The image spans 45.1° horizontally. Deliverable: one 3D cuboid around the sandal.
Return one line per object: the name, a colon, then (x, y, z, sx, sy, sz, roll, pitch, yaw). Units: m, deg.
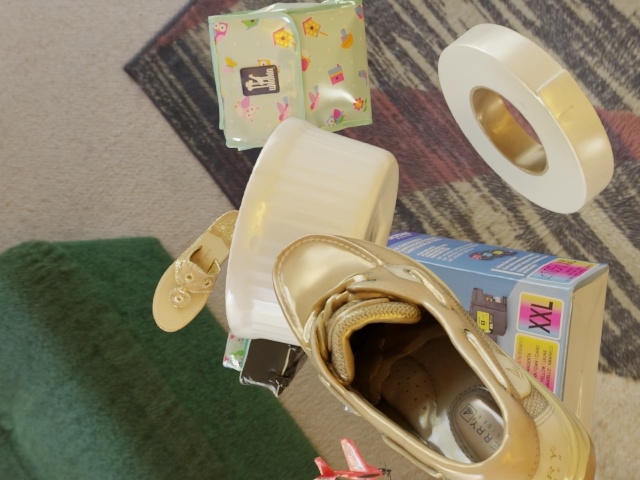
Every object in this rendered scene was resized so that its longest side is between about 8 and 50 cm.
sandal: (-0.203, 0.039, 1.287, 0.088, 0.079, 0.240, 34, 74, 7)

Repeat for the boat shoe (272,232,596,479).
boat shoe: (0.049, 0.068, 0.573, 0.121, 0.110, 0.341, -53, 40, -1)

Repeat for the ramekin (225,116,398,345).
ramekin: (0.000, 0.000, 0.929, 0.135, 0.277, 0.277, 14, 96, 12)

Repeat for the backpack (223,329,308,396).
backpack: (-0.098, 0.206, 1.745, 0.191, 0.253, 0.225, 20, 109, 15)

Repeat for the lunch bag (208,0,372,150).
lunch bag: (-0.056, -0.281, 1.288, 0.160, 0.262, 0.223, 23, 124, 53)

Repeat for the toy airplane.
toy airplane: (0.049, 0.389, 1.275, 0.151, 0.028, 0.151, 8, 115, 18)

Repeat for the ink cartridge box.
ink cartridge box: (0.184, 0.142, 1.113, 0.396, 0.151, 0.269, 11, 106, 38)

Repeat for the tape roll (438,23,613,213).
tape roll: (0.370, -0.220, 1.423, 0.072, 0.392, 0.392, -38, 80, -7)
